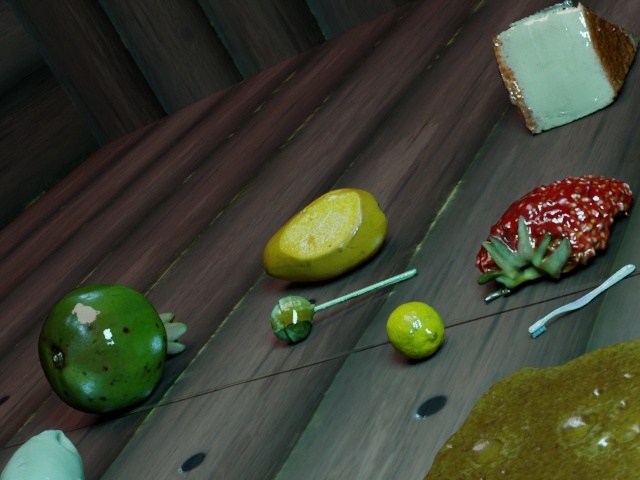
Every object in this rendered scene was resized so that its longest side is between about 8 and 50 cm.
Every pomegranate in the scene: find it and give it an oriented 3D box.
[{"bbox_3d":[-0.282,0.146,1.670,0.187,0.187,0.225,-18,-4,36],"label":"pomegranate"}]

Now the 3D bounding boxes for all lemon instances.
[{"bbox_3d":[0.103,0.098,1.302,0.062,0.062,0.083,-37,18,-20],"label":"lemon"}]

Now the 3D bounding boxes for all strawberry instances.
[{"bbox_3d":[0.258,-0.028,1.356,0.167,0.087,0.208,-20,18,37],"label":"strawberry"}]

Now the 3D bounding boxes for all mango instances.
[{"bbox_3d":[0.004,0.004,1.687,0.217,0.102,0.141,-23,42,33],"label":"mango"}]

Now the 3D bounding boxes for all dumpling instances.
[{"bbox_3d":[-0.329,0.317,1.388,0.104,0.149,0.217,5,16,-17],"label":"dumpling"}]

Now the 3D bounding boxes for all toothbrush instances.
[{"bbox_3d":[0.268,0.060,1.214,0.131,0.013,0.011,-32,27,-7],"label":"toothbrush"}]

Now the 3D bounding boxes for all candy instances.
[{"bbox_3d":[0.031,0.077,1.532,0.202,0.061,0.061,-20,18,5],"label":"candy"}]

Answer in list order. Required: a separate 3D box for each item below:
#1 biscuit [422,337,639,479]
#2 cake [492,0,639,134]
[{"bbox_3d":[0.191,0.179,0.941,0.257,0.049,0.273,-21,17,38],"label":"biscuit"},{"bbox_3d":[0.400,-0.246,1.804,0.158,0.160,0.262,-19,-14,35],"label":"cake"}]
